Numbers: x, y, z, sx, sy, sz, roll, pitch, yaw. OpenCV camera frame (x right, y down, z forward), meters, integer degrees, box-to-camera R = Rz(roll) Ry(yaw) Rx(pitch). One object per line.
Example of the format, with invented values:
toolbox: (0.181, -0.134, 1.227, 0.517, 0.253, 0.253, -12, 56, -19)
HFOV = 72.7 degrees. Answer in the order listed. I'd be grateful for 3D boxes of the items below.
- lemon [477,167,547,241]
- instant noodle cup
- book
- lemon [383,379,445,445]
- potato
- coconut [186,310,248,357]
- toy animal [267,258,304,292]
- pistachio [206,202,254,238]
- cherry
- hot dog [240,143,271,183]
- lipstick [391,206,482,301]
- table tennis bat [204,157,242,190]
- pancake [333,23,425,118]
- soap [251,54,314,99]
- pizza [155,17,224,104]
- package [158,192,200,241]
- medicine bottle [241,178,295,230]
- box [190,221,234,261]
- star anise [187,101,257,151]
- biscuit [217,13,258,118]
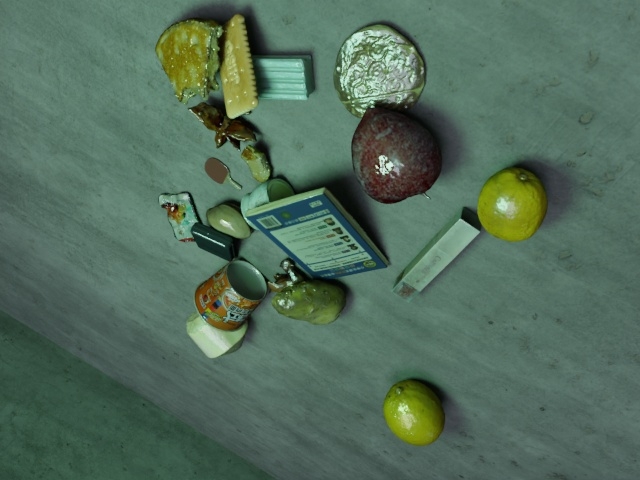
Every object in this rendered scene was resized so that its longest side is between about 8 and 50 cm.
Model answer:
lemon: (0.504, -0.091, 1.149, 0.170, 0.170, 0.207, 11, 130, 18)
instant noodle cup: (-0.342, 0.208, 1.715, 0.250, 0.250, 0.192, 43, 119, -8)
book: (0.000, 0.000, 1.420, 0.300, 0.039, 0.428, -13, 140, 30)
lemon: (0.367, 0.679, 1.716, 0.236, 0.236, 0.263, -23, 90, 35)
potato: (-0.038, 0.222, 1.586, 0.296, 0.141, 0.191, 9, 140, -35)
coconut: (-0.435, 0.384, 1.885, 0.239, 0.239, 0.244, -27, 107, 36)
toy animal: (-0.144, 0.158, 1.681, 0.188, 0.089, 0.179, -12, 112, 31)
pistachio: (-0.326, -0.070, 1.575, 0.185, 0.124, 0.124, 35, 130, -1)
cherry: (0.196, -0.223, 1.177, 0.230, 0.203, 0.300, -22, 104, 49)
hot dog: (-0.208, -0.261, 1.420, 0.078, 0.061, 0.169, 5, 147, 17)
lipstick: (0.358, 0.054, 1.374, 0.076, 0.080, 0.371, 34, 131, 0)
table tennis bat: (-0.345, -0.231, 1.543, 0.156, 0.013, 0.087, 37, 128, -1)
pancake: (0.149, -0.439, 1.153, 0.250, 0.031, 0.250, 12, 128, 16)
soap: (-0.122, -0.465, 1.239, 0.198, 0.063, 0.114, 10, 127, 19)
pizza: (-0.367, -0.517, 1.263, 0.323, 0.089, 0.223, 10, 116, 44)
package: (-0.547, -0.086, 1.722, 0.166, 0.040, 0.232, 3, 125, 22)
medicine bottle: (-0.172, -0.118, 1.454, 0.143, 0.147, 0.147, -24, 110, 39)
box: (-0.397, 0.010, 1.634, 0.160, 0.050, 0.230, 25, 163, -1)
star anise: (-0.313, -0.366, 1.369, 0.212, 0.111, 0.196, 23, 158, -31)
biscuit: (-0.242, -0.482, 1.220, 0.160, 0.030, 0.250, -1, 100, 49)
